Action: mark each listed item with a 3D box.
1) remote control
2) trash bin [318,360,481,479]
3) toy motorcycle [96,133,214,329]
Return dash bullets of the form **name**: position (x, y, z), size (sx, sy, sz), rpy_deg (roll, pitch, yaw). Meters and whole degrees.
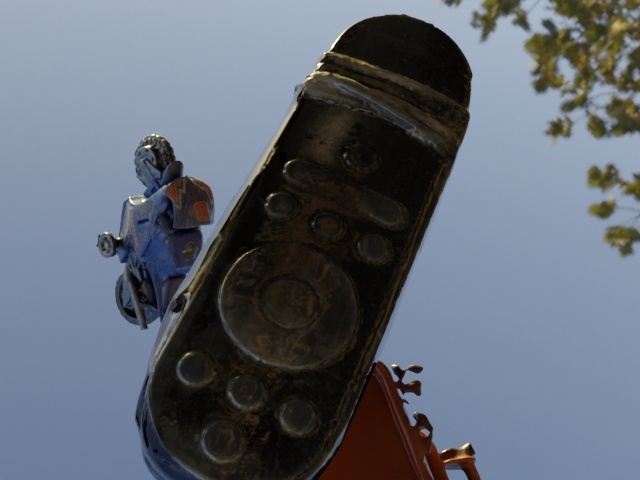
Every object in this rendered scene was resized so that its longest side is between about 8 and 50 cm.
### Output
- **remote control**: position (0.000, 0.000, 0.424), size (0.090, 0.066, 0.266), rpy_deg (28, -122, -3)
- **trash bin**: position (0.023, 0.164, 0.515), size (0.184, 0.238, 0.161), rpy_deg (-19, -120, -4)
- **toy motorcycle**: position (-0.158, 0.001, 0.928), size (0.114, 0.205, 0.076), rpy_deg (24, -159, 36)
